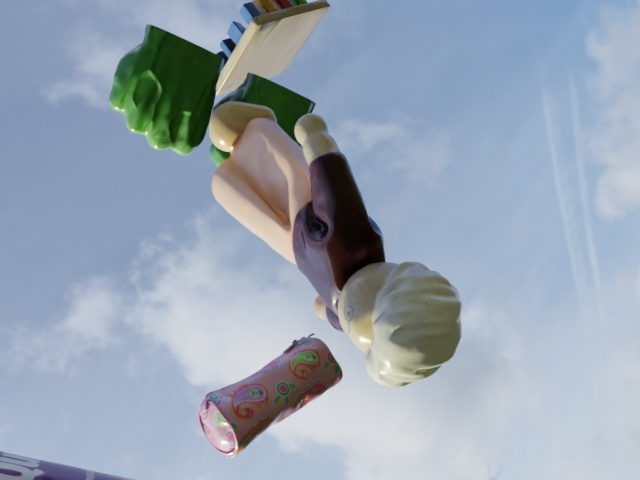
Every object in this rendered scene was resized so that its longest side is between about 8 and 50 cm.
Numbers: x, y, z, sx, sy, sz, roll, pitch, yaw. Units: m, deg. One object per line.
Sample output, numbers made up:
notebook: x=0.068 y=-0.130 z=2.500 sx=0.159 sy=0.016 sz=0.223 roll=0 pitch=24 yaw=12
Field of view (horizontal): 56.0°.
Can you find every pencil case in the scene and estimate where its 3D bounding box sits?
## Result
pencil case: x=-0.089 y=0.282 z=1.132 sx=0.284 sy=0.124 sz=0.124 roll=-26 pitch=-63 yaw=-39

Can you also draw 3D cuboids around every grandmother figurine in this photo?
grandmother figurine: x=0.000 y=0.000 z=0.526 sx=0.104 sy=0.342 sz=0.208 roll=-28 pitch=-50 yaw=-13

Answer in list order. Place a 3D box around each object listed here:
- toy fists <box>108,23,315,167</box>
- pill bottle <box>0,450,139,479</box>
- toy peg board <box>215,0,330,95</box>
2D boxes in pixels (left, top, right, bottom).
toy fists: x=-0.144 y=-0.172 z=0.821 sx=0.279 sy=0.096 sz=0.142 roll=18 pitch=-81 yaw=-35
pill bottle: x=-0.236 y=0.214 z=0.355 sx=0.322 sy=0.181 sz=0.182 roll=21 pitch=-97 yaw=-18
toy peg board: x=-0.095 y=-0.321 z=0.928 sx=0.160 sy=0.161 sz=0.079 roll=-33 pitch=-95 yaw=-41
